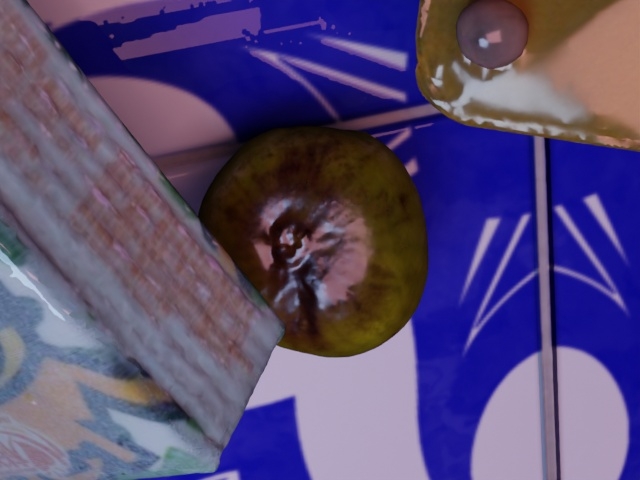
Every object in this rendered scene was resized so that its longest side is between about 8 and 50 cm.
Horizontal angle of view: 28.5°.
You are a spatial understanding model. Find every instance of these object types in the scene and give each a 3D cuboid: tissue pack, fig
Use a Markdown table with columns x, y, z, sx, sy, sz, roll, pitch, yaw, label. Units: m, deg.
| x | y | z | sx | sy | sz | roll | pitch | yaw | label |
| --- | --- | --- | --- | --- | --- | --- | --- | --- | --- |
| -0.198 | -0.005 | 0.639 | 0.228 | 0.128 | 0.311 | -11 | 129 | 38 | tissue pack |
| 0.000 | 0.002 | 0.757 | 0.136 | 0.121 | 0.153 | -34 | 119 | 6 | fig |

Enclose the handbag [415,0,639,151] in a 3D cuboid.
| x | y | z | sx | sy | sz | roll | pitch | yaw | label |
| --- | --- | --- | --- | --- | --- | --- | --- | --- | --- |
| 0.210 | -0.241 | 0.646 | 0.283 | 0.133 | 0.401 | 11 | 111 | 5 | handbag |
